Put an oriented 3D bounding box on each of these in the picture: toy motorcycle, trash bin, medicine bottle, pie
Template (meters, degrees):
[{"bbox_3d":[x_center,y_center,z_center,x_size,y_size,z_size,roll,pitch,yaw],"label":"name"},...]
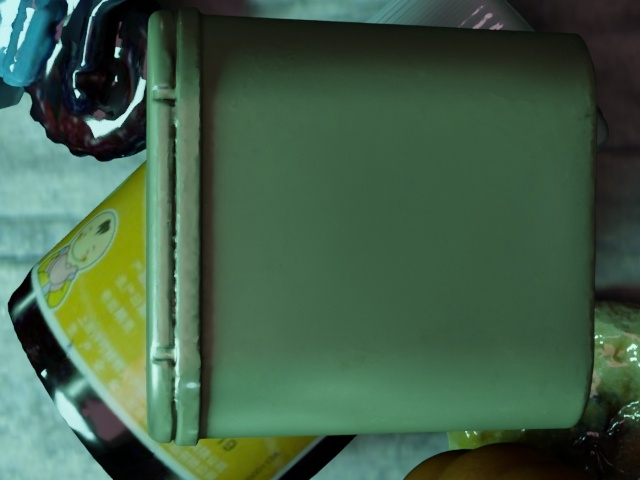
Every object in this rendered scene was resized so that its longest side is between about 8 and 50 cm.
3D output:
[{"bbox_3d":[-0.176,-0.271,1.120,0.232,0.172,0.416,16,111,19],"label":"toy motorcycle"},{"bbox_3d":[0.024,-0.005,0.901,0.247,0.121,0.243,1,90,-6],"label":"trash bin"},{"bbox_3d":[0.000,0.000,1.076,0.395,0.242,0.242,-41,86,2],"label":"medicine bottle"},{"bbox_3d":[0.180,0.141,1.129,0.185,0.052,0.218,26,106,13],"label":"pie"}]

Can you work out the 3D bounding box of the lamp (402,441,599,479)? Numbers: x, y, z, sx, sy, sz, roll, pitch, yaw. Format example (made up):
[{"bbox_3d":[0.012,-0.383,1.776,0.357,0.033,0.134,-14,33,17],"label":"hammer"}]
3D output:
[{"bbox_3d":[0.112,0.242,1.039,0.223,0.196,0.223,-20,57,35],"label":"lamp"}]
